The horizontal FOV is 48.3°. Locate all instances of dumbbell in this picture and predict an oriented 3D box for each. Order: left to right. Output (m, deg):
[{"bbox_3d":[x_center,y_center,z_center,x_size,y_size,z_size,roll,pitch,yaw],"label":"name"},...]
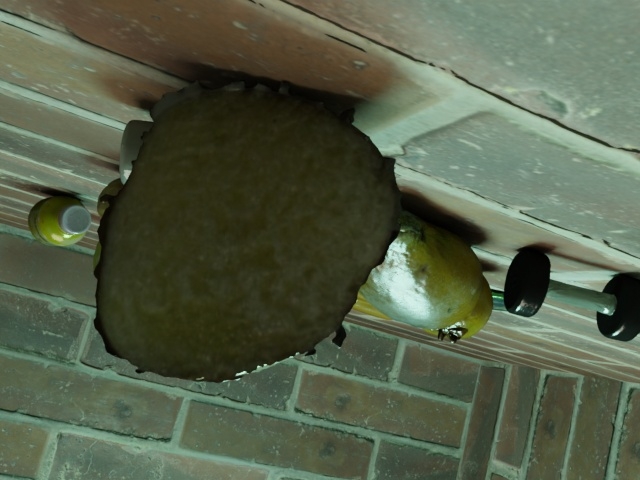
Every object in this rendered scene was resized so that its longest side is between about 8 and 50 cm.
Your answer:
[{"bbox_3d":[0.379,0.082,1.064,0.190,0.100,0.100,14,170,-3],"label":"dumbbell"}]

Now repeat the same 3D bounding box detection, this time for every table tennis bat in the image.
[{"bbox_3d":[0.339,0.127,1.568,0.256,0.039,0.160,10,167,11],"label":"table tennis bat"}]

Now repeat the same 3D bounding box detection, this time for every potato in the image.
[{"bbox_3d":[-0.074,0.008,0.743,0.288,0.301,0.237,21,170,8],"label":"potato"}]

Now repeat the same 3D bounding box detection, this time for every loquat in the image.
[{"bbox_3d":[0.235,0.107,1.288,0.163,0.163,0.137,15,139,-3],"label":"loquat"}]

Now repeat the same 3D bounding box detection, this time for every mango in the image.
[{"bbox_3d":[0.133,0.039,1.055,0.192,0.146,0.316,1,159,26],"label":"mango"}]

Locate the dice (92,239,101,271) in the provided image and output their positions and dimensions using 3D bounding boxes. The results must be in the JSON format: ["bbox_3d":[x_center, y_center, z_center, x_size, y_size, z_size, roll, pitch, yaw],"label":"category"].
[{"bbox_3d":[-0.484,0.045,1.888,0.169,0.170,0.166,4,167,42],"label":"dice"}]

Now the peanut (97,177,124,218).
[{"bbox_3d":[-0.245,-0.030,1.194,0.291,0.143,0.159,7,145,37],"label":"peanut"}]

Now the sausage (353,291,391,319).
[{"bbox_3d":[0.056,0.088,1.555,0.328,0.112,0.112,23,167,-30],"label":"sausage"}]

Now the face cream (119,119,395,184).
[{"bbox_3d":[-0.077,-0.084,0.854,0.314,0.089,0.143,8,167,-6],"label":"face cream"}]

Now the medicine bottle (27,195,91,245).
[{"bbox_3d":[-0.610,-0.047,1.694,0.121,0.122,0.212,21,168,-33],"label":"medicine bottle"}]
